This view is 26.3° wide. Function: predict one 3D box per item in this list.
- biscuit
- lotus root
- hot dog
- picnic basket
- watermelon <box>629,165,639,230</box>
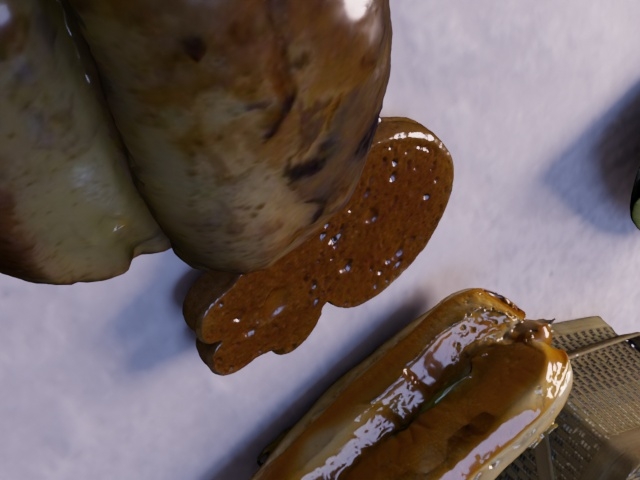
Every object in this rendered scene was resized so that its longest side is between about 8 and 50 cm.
[{"bbox_3d":[0.000,0.000,0.730,0.175,0.026,0.124,-36,144,-18],"label":"biscuit"},{"bbox_3d":[-0.071,-0.092,0.423,0.193,0.193,0.291,-38,146,-15],"label":"lotus root"},{"bbox_3d":[0.041,0.130,0.835,0.269,0.109,0.072,-39,155,-7],"label":"hot dog"},{"bbox_3d":[0.164,0.197,1.013,0.165,0.139,0.267,-4,127,-47],"label":"picnic basket"},{"bbox_3d":[0.288,-0.075,0.926,0.193,0.137,0.145,20,74,-55],"label":"watermelon"}]
